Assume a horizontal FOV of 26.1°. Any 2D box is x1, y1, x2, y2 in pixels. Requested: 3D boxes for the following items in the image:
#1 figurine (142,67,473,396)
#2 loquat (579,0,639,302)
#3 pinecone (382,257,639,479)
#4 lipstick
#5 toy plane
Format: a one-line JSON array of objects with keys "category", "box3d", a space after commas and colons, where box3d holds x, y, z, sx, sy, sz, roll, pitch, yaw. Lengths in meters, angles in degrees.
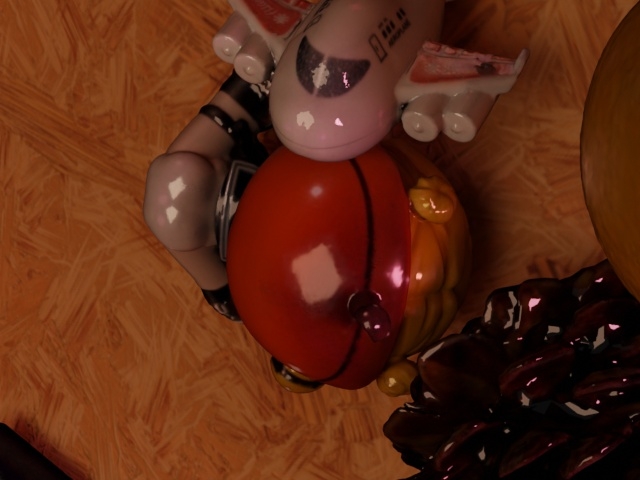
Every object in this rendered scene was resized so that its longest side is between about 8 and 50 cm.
[{"category": "figurine", "box3d": [-0.005, 0.000, 1.177, 0.323, 0.196, 0.320, 26, 117, 42]}, {"category": "loquat", "box3d": [0.326, -0.040, 0.839, 0.328, 0.328, 0.359, 0, 121, 38]}, {"category": "pinecone", "box3d": [0.199, 0.189, 1.043, 0.296, 0.242, 0.298, 48, 121, 20]}, {"category": "lipstick", "box3d": [-0.290, 0.318, 1.569, 0.299, 0.081, 0.081, 37, 122, 22]}, {"category": "toy plane", "box3d": [0.040, -0.164, 1.082, 0.252, 0.252, 0.118, 36, 153, 25]}]
